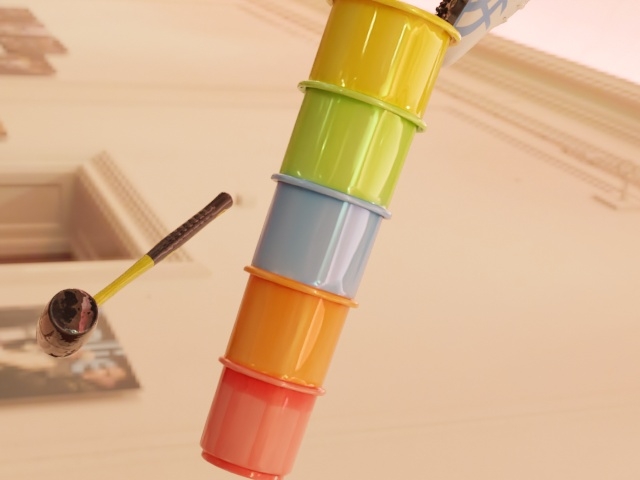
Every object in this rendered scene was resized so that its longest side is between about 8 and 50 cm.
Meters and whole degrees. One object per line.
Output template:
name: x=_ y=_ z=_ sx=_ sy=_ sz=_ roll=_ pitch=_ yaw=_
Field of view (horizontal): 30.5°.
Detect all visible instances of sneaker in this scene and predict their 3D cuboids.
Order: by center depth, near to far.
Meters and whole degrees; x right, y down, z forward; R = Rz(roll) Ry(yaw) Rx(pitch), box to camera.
sneaker: x=0.178 y=-0.232 z=0.996 sx=0.237 sy=0.086 sz=0.085 roll=-48 pitch=-167 yaw=3

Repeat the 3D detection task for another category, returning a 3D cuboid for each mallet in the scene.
mallet: x=-0.139 y=0.023 z=0.889 sx=0.039 sy=0.190 sz=0.062 roll=48 pitch=-40 yaw=2

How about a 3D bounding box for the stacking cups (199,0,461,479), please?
stacking cups: x=0.000 y=0.000 z=0.774 sx=0.096 sy=0.096 sz=0.316 roll=22 pitch=-85 yaw=66
